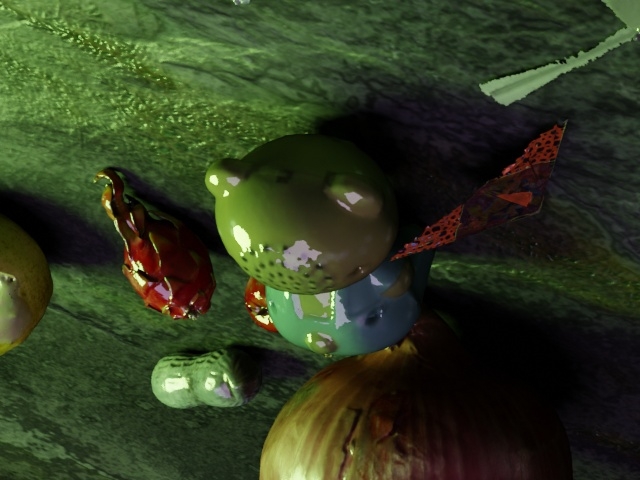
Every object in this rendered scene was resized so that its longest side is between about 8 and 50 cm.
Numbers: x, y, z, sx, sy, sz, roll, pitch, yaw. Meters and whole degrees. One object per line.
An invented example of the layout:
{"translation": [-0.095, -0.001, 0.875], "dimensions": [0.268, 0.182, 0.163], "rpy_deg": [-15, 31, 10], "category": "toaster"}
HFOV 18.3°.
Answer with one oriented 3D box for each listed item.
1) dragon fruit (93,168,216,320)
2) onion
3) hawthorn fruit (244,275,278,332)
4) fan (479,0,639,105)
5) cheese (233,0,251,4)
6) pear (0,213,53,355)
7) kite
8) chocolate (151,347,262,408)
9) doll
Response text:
{"translation": [-0.180, 0.000, 2.128], "dimensions": [0.094, 0.094, 0.190], "rpy_deg": [-18, 110, 48], "category": "dragon fruit"}
{"translation": [0.103, 0.253, 2.147], "dimensions": [0.354, 0.353, 0.353], "rpy_deg": [15, 151, 8], "category": "onion"}
{"translation": [-0.040, 0.057, 2.113], "dimensions": [0.093, 0.093, 0.093], "rpy_deg": [15, 151, 8], "category": "hawthorn fruit"}
{"translation": [0.273, -0.174, 1.603], "dimensions": [0.233, 0.012, 0.415], "rpy_deg": [33, 148, -22], "category": "fan"}
{"translation": [-0.150, -0.249, 1.702], "dimensions": [0.191, 0.042, 0.105], "rpy_deg": [15, 152, 6], "category": "cheese"}
{"translation": [-0.390, 0.045, 2.229], "dimensions": [0.178, 0.178, 0.178], "rpy_deg": [15, 151, 8], "category": "pear"}
{"translation": [0.174, -0.036, 1.856], "dimensions": [0.222, 0.008, 0.125], "rpy_deg": [-39, 150, 23], "category": "kite"}
{"translation": [-0.135, 0.166, 2.378], "dimensions": [0.167, 0.072, 0.072], "rpy_deg": [-9, 141, 42], "category": "chocolate"}
{"translation": [0.000, 0.000, 1.919], "dimensions": [0.177, 0.161, 0.260], "rpy_deg": [9, 152, 21], "category": "doll"}
